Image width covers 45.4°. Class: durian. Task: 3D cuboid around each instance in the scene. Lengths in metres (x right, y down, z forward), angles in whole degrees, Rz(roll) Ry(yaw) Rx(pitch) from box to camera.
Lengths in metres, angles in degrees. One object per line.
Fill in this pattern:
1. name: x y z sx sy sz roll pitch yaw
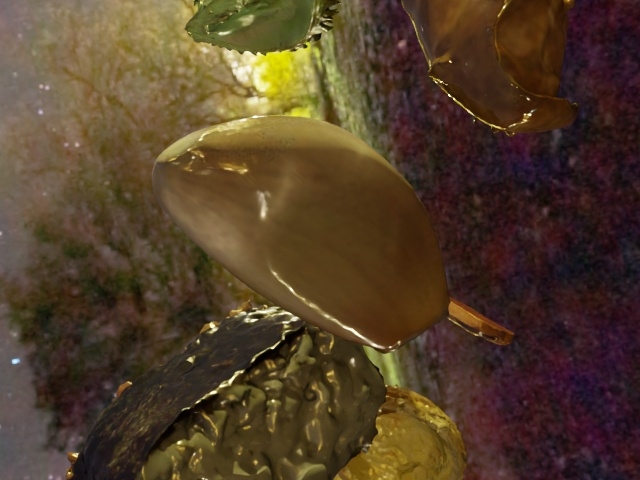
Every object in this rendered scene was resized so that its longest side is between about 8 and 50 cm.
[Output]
1. durian: -0.067 -0.386 1.083 0.394 0.198 0.163 161 109 -63

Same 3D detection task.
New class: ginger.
1. ginger: 0.130 -0.206 0.458 0.107 0.133 0.309 120 174 -73

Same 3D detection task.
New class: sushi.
1. sushi: -0.092 0.220 0.863 0.207 0.349 0.234 6 119 52

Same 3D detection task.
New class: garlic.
1. garlic: 0.005 -0.008 0.617 0.318 0.143 0.112 39 -175 -34

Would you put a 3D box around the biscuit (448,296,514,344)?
1. biscuit: 0.268 0.141 1.358 0.280 0.183 0.043 -45 -19 -84

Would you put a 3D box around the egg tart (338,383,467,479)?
1. egg tart: 0.106 0.283 1.079 0.090 0.213 0.212 -62 -35 -57
